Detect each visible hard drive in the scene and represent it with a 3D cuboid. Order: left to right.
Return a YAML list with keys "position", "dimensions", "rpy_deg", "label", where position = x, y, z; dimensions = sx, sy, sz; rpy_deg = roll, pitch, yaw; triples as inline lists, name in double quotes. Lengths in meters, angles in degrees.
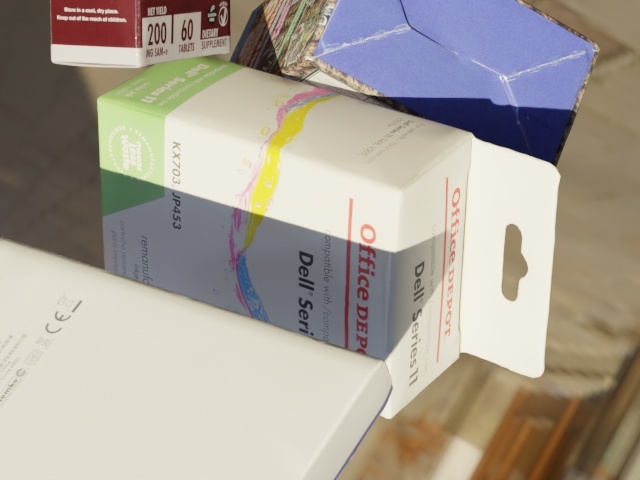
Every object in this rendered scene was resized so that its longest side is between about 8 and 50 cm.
- position: [-0.142, 0.118, 1.242]
  dimensions: [0.319, 0.210, 0.040]
  rpy_deg: [16, 145, 30]
  label: "hard drive"

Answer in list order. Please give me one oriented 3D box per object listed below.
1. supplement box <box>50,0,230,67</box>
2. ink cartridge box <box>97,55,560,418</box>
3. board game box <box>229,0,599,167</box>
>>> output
- position: [-0.119, -0.240, 1.287]
  dimensions: [0.073, 0.239, 0.130]
  rpy_deg: [4, -168, 25]
  label: "supplement box"
- position: [0.000, 0.000, 1.513]
  dimensions: [0.353, 0.119, 0.207]
  rpy_deg: [18, 124, 28]
  label: "ink cartridge box"
- position: [0.060, -0.127, 1.684]
  dimensions: [0.232, 0.141, 0.291]
  rpy_deg: [28, 162, -15]
  label: "board game box"
